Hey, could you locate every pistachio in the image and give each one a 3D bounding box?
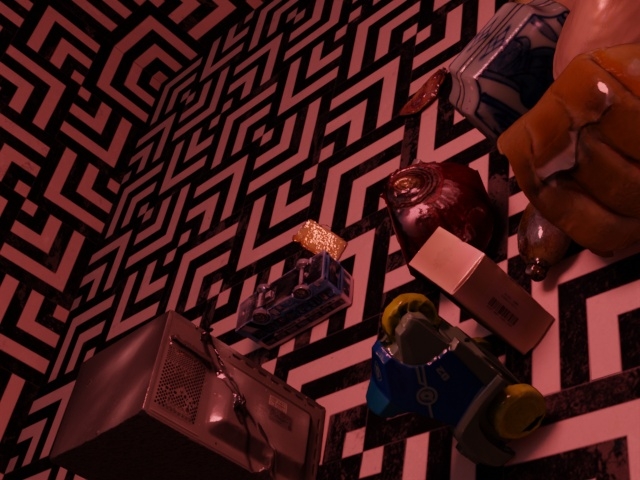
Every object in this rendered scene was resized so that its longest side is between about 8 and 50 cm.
[{"bbox_3d":[0.534,-0.393,1.583,0.226,0.208,0.331,49,122,47],"label":"pistachio"}]

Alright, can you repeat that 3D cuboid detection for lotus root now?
[{"bbox_3d":[0.415,-0.009,1.650,0.113,0.088,0.192,-37,29,56],"label":"lotus root"}]

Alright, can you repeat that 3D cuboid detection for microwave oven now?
[{"bbox_3d":[-0.248,0.384,1.804,0.374,0.432,0.236,-32,35,34],"label":"microwave oven"}]

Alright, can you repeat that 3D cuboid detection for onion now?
[{"bbox_3d":[0.250,-0.034,1.802,0.206,0.216,0.207,-23,39,6],"label":"onion"}]

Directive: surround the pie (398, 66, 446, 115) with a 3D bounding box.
[{"bbox_3d":[0.273,-0.381,2.323,0.170,0.034,0.092,-49,25,4],"label":"pie"}]

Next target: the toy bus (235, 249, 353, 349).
[{"bbox_3d":[-0.064,0.146,2.120,0.297,0.131,0.106,-31,35,31],"label":"toy bus"}]

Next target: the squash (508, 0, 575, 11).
[{"bbox_3d":[0.571,-0.612,1.919,0.263,0.263,0.384,-12,47,50],"label":"squash"}]

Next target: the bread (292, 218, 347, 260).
[{"bbox_3d":[0.000,0.000,2.218,0.084,0.109,0.080,-55,25,-14],"label":"bread"}]

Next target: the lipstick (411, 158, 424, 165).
[{"bbox_3d":[0.217,-0.144,2.148,0.025,0.025,0.107,13,74,59],"label":"lipstick"}]

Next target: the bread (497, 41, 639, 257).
[{"bbox_3d":[0.473,-0.158,1.461,0.341,0.210,0.300,-46,68,42],"label":"bread"}]

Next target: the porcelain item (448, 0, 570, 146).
[{"bbox_3d":[0.420,-0.310,1.775,0.286,0.281,0.157,-47,25,7],"label":"porcelain item"}]

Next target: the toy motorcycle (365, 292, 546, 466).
[{"bbox_3d":[0.190,0.228,1.461,0.200,0.326,0.191,-51,28,7],"label":"toy motorcycle"}]

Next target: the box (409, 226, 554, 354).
[{"bbox_3d":[0.286,0.089,1.594,0.095,0.212,0.168,-52,28,-1],"label":"box"}]
